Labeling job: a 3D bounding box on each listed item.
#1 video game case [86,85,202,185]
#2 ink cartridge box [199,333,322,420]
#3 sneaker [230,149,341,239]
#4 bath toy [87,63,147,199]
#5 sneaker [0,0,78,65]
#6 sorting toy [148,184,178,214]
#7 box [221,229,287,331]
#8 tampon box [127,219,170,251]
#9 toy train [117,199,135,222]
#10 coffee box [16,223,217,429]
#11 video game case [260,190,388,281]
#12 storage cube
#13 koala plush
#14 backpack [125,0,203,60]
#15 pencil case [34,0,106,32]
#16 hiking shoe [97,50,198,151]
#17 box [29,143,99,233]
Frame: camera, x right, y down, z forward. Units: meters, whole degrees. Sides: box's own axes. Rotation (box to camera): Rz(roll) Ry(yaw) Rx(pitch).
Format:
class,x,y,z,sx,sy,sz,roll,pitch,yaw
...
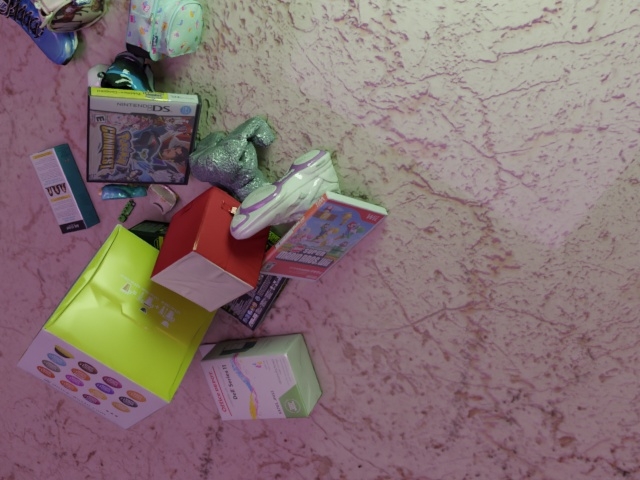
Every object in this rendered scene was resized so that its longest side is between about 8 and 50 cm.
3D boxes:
class,x,y,z,sx,sy,sz,roll,pitch,yaw
video game case,-0.426,-0.239,1.521,0.248,0.035,0.275,0,140,-21
ink cartridge box,-0.199,0.392,1.800,0.354,0.119,0.207,-10,107,25
sneaker,-0.067,-0.078,1.469,0.114,0.305,0.152,17,140,55
bath toy,-0.522,-0.279,1.650,0.129,0.151,0.348,-5,110,-15
sneaker,-0.752,-0.577,1.605,0.130,0.147,0.330,-35,96,30
sorting toy,-0.433,-0.108,1.734,0.083,0.045,0.075,42,127,1
box,-0.198,0.081,1.706,0.216,0.060,0.270,35,119,6
tampon box,-0.439,0.022,1.753,0.161,0.101,0.120,7,114,19
toy train,-0.549,-0.082,1.804,0.024,0.017,0.083,37,120,-7
coffee box,-0.512,0.231,1.649,0.338,0.338,0.334,36,140,-15
video game case,0.000,0.000,1.526,0.285,0.204,0.025,-44,52,30
storage cube,-0.257,0.024,1.509,0.184,0.193,0.215,35,136,-29
koala plush,-0.195,-0.148,1.547,0.196,0.203,0.221,-15,118,25
backpack,-0.355,-0.515,1.457,0.144,0.166,0.188,17,118,18
pencil case,-0.681,-0.703,1.504,0.160,0.183,0.410,-27,99,29
hiking shoe,-0.425,-0.305,1.562,0.113,0.132,0.304,-12,127,36
box,-0.732,-0.146,1.825,0.101,0.060,0.244,-10,107,25
